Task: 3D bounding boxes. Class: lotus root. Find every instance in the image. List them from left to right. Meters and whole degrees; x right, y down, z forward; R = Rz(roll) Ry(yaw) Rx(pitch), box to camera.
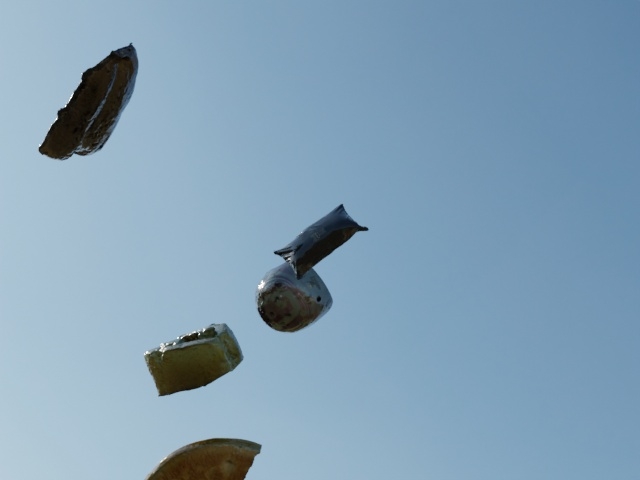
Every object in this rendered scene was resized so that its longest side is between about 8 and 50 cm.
[{"bbox_3d":[-0.421,-0.249,1.629,0.078,0.167,0.329,47,-44,-2],"label":"lotus root"}]

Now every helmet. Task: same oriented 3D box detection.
[{"bbox_3d":[-0.072,0.134,1.841,0.177,0.107,0.153,-36,-86,25],"label":"helmet"}]

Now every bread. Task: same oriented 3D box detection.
[{"bbox_3d":[-0.287,0.268,1.982,0.257,0.186,0.124,-22,-85,38],"label":"bread"}]

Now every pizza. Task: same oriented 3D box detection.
[{"bbox_3d":[-0.255,0.504,1.890,0.271,0.056,0.134,-26,-67,7],"label":"pizza"}]

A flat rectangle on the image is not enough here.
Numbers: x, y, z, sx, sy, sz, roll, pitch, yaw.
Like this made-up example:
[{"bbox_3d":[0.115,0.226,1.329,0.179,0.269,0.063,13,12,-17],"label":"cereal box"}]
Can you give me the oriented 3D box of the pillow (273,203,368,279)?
[{"bbox_3d":[0.000,-0.001,1.444,0.048,0.150,0.090,56,-6,-24],"label":"pillow"}]
